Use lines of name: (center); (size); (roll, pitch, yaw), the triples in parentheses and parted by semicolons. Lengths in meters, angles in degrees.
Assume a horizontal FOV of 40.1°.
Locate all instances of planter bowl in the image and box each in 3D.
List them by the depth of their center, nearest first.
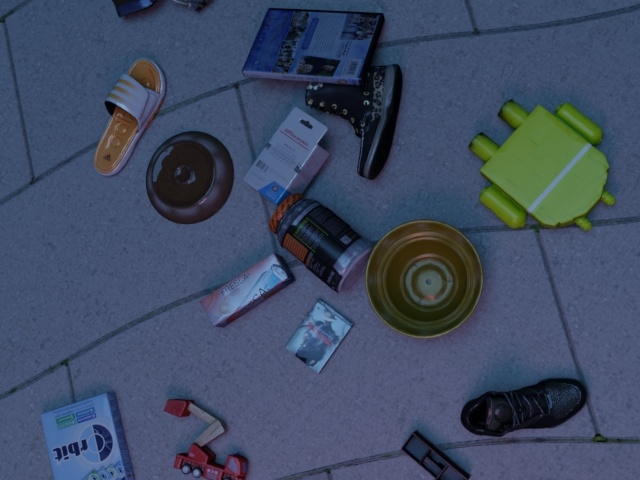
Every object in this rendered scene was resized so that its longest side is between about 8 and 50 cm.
planter bowl: (0.196, 0.074, 1.630); (0.217, 0.090, 0.217); (-2, 82, 14)

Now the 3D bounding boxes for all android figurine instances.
android figurine: (0.415, -0.133, 1.621); (0.273, 0.056, 0.248); (41, 93, 17)

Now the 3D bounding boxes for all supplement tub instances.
supplement tub: (0.000, 0.000, 1.679); (0.190, 0.117, 0.117); (40, 93, 16)

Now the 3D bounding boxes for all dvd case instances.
dvd case: (-0.002, 0.186, 1.707); (0.087, 0.013, 0.119); (37, 91, 16)
dvd case: (-0.013, -0.389, 1.747); (0.252, 0.022, 0.181); (8, 59, 19)

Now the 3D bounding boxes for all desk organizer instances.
desk organizer: (0.208, 0.407, 1.600); (0.130, 0.050, 0.047); (39, 93, 16)

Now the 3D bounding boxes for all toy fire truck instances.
toy fire truck: (-0.224, 0.395, 1.717); (0.191, 0.047, 0.135); (14, 84, 15)

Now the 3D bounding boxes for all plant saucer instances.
plant saucer: (-0.277, -0.134, 1.813); (0.198, 0.036, 0.199); (-2, 82, 15)

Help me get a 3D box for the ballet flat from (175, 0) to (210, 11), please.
ballet flat: (-0.315, -0.540, 1.824); (0.188, 0.070, 0.070); (31, 91, -25)

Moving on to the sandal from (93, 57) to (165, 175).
sandal: (-0.413, -0.262, 1.845); (0.101, 0.076, 0.265); (22, 88, 16)

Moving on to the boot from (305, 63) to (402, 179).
boot: (0.055, -0.240, 1.718); (0.178, 0.085, 0.237); (10, 78, 18)

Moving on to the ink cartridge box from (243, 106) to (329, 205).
ink cartridge box: (-0.057, -0.161, 1.735); (0.104, 0.060, 0.180); (37, 93, 31)

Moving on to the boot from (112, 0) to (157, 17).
boot: (-0.354, -0.552, 1.889); (0.219, 0.082, 0.106); (-10, 106, 3)

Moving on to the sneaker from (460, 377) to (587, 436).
sneaker: (0.357, 0.296, 1.538); (0.227, 0.130, 0.087); (-12, 81, 11)

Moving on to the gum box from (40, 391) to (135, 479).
gum box: (-0.473, 0.420, 1.781); (0.156, 0.041, 0.185); (-19, 77, 11)

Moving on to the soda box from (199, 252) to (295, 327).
soda box: (-0.144, 0.100, 1.733); (0.183, 0.058, 0.063); (-34, 75, 8)
